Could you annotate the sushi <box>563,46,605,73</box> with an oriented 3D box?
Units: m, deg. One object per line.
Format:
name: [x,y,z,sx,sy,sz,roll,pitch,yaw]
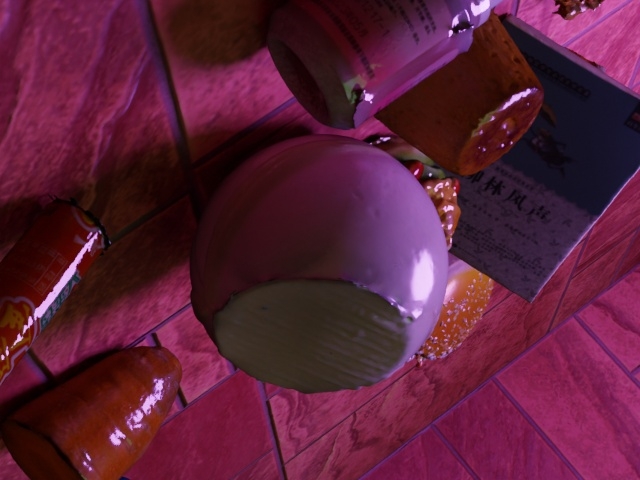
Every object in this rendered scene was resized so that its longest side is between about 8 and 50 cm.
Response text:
sushi: [0.327,-0.146,1.689,0.184,0.139,0.274,-20,141,-57]

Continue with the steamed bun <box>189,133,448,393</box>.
steamed bun: [0.000,0.000,1.324,0.309,0.309,0.309,-34,158,-16]

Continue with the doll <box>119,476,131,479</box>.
doll: [-0.330,0.422,1.831,0.114,0.085,0.152,-9,159,-21]

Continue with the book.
book: [0.275,-0.101,1.590,0.379,0.264,0.031,-60,180,41]

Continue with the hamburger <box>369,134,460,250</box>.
hamburger: [0.091,-0.022,1.540,0.237,0.149,0.237,-28,154,-15]

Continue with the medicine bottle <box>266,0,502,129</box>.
medicine bottle: [0.077,-0.225,1.135,0.247,0.147,0.147,-36,159,-12]

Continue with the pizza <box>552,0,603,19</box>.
pizza: [0.367,-0.362,1.439,0.335,0.086,0.226,-27,154,-34]

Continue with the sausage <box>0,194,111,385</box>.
sausage: [-0.292,0.076,1.053,0.264,0.083,0.083,-59,173,-35]

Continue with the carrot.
carrot: [-0.273,0.213,1.459,0.225,0.159,0.159,-45,164,-28]

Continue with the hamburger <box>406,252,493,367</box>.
hamburger: [0.205,0.115,2.035,0.227,0.151,0.295,-50,156,16]

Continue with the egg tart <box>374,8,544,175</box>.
egg tart: [0.175,-0.179,1.388,0.202,0.147,0.202,-36,158,-17]
